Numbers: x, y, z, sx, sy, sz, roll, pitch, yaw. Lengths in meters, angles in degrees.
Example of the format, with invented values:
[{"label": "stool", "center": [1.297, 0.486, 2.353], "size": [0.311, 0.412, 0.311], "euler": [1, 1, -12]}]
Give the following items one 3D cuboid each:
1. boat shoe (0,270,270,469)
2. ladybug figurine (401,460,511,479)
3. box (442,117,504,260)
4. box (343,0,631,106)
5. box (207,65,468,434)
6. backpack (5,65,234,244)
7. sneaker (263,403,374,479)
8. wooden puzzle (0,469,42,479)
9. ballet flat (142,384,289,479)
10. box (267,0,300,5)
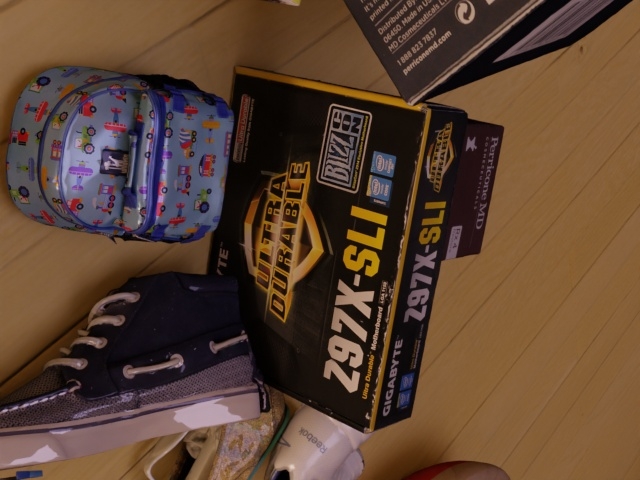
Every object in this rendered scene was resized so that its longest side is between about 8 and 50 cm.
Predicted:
[{"label": "boat shoe", "center": [-0.213, 0.118, 0.854], "size": [0.341, 0.127, 0.158], "euler": [-4, 80, -40]}, {"label": "ladybug figurine", "center": [0.138, 0.499, 1.373], "size": [0.449, 0.162, 0.305], "euler": [-36, 129, -36]}, {"label": "box", "center": [0.085, -0.073, 1.073], "size": [0.203, 0.167, 0.168], "euler": [-7, 110, -49]}, {"label": "box", "center": [0.128, -0.366, 0.815], "size": [0.293, 0.212, 0.395], "euler": [-27, 84, -41]}, {"label": "box", "center": [0.000, 0.000, 0.929], "size": [0.079, 0.257, 0.322], "euler": [-6, 109, -50]}, {"label": "backpack", "center": [-0.179, -0.075, 0.796], "size": [0.173, 0.117, 0.158], "euler": [4, 101, -48]}, {"label": "sneaker", "center": [-0.017, 0.263, 1.092], "size": [0.129, 0.111, 0.297], "euler": [-44, 161, -22]}, {"label": "wooden puzzle", "center": [-0.306, 0.212, 0.772], "size": [0.078, 0.116, 0.014], "euler": [35, 44, -67]}, {"label": "ballet flat", "center": [-0.160, 0.298, 0.988], "size": [0.123, 0.123, 0.348], "euler": [42, 72, -49]}, {"label": "box", "center": [-0.117, -0.237, 0.709], "size": [0.087, 0.232, 0.058], "euler": [13, 97, -51]}]
